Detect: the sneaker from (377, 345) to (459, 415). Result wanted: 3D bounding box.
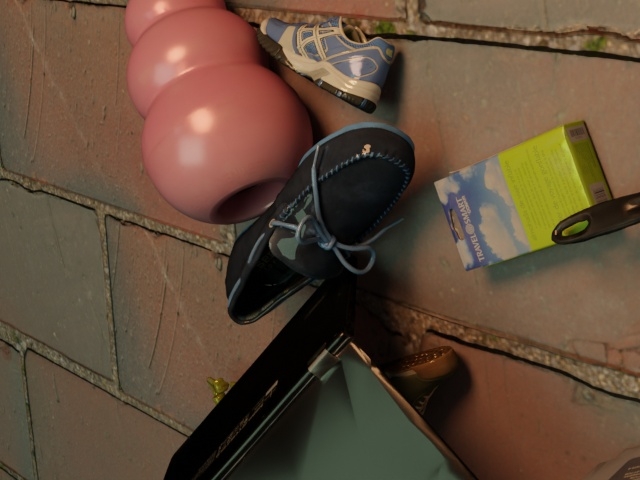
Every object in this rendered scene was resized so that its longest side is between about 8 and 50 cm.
[{"bbox_3d":[0.106,0.185,1.264,0.192,0.064,0.086,-25,92,49],"label":"sneaker"}]

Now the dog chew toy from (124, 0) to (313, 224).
[{"bbox_3d":[-0.142,-0.188,1.309,0.206,0.207,0.331,-44,62,46],"label":"dog chew toy"}]

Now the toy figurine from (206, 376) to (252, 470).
[{"bbox_3d":[-0.099,0.321,1.375,0.363,0.217,0.191,1,127,54],"label":"toy figurine"}]

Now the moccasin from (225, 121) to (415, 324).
[{"bbox_3d":[0.000,0.000,1.218,0.342,0.138,0.116,-48,24,48],"label":"moccasin"}]

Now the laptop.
[{"bbox_3d":[-0.005,0.282,1.192,0.236,0.408,0.382,39,106,-9],"label":"laptop"}]

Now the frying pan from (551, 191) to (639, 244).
[{"bbox_3d":[0.342,-0.027,0.883,0.326,0.053,0.197,-50,42,37],"label":"frying pan"}]

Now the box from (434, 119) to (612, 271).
[{"bbox_3d":[0.205,-0.041,1.085,0.178,0.042,0.109,-23,85,49],"label":"box"}]

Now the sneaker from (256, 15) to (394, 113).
[{"bbox_3d":[0.007,-0.218,1.231,0.211,0.080,0.081,35,99,38],"label":"sneaker"}]

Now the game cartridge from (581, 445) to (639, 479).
[{"bbox_3d":[0.328,0.220,0.923,0.297,0.198,0.062,-30,91,49],"label":"game cartridge"}]
